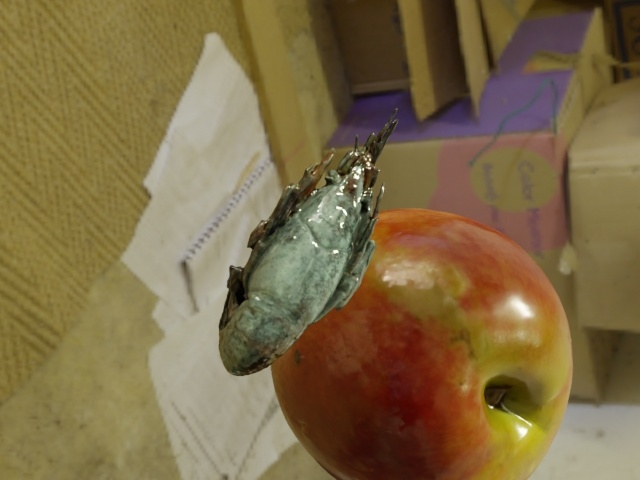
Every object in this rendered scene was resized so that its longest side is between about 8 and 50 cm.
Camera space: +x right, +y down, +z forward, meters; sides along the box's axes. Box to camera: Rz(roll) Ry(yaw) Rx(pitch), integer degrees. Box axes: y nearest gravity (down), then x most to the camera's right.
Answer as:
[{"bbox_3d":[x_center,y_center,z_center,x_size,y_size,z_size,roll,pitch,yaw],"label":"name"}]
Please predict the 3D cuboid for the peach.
[{"bbox_3d":[0.111,0.140,1.223,0.388,0.388,0.388,10,79,-63],"label":"peach"}]

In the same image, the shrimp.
[{"bbox_3d":[0.000,0.000,0.725,0.090,0.079,0.233,36,81,-15],"label":"shrimp"}]
